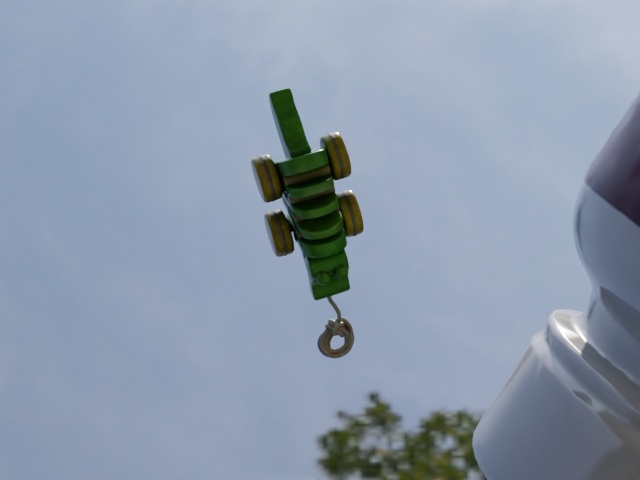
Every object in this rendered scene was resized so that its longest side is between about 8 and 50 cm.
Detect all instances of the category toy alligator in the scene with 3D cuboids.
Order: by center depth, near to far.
[{"bbox_3d":[0.000,0.000,1.068,0.056,0.051,0.190,-16,-64,-7],"label":"toy alligator"}]

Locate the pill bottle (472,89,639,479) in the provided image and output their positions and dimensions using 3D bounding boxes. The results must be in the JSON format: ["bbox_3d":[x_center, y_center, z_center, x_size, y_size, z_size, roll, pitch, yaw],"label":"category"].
[{"bbox_3d":[0.237,-0.033,0.675,0.224,0.224,0.392,25,-79,-30],"label":"pill bottle"}]
